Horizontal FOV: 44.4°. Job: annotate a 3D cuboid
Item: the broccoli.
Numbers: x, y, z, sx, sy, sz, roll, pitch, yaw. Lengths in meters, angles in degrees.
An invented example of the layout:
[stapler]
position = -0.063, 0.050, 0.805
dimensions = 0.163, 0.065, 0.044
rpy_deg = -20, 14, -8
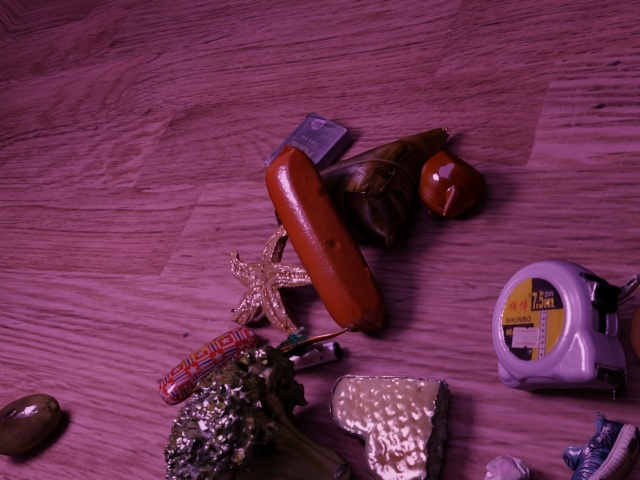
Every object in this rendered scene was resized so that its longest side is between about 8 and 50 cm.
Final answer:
[broccoli]
position = -0.107, 0.299, 1.135
dimensions = 0.235, 0.260, 0.288
rpy_deg = -9, 47, 48

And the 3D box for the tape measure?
[tape measure]
position = 0.323, 0.116, 1.052
dimensions = 0.196, 0.105, 0.178
rpy_deg = -10, 69, 60

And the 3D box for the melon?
[melon]
position = -0.574, 0.355, 1.523
dimensions = 0.162, 0.099, 0.099
rpy_deg = -32, 43, 11

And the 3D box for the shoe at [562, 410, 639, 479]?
[shoe]
position = 0.333, 0.276, 0.965
dimensions = 0.143, 0.064, 0.071
rpy_deg = -49, 44, -13

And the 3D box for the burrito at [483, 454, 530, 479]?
[burrito]
position = 0.206, 0.363, 0.985
dimensions = 0.064, 0.064, 0.203
rpy_deg = 13, 65, 42

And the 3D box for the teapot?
[teapot]
position = 0.214, -0.088, 1.336
dimensions = 0.116, 0.116, 0.173
rpy_deg = -31, 18, 11

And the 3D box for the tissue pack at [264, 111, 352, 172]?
[tissue pack]
position = -0.024, -0.181, 1.608
dimensions = 0.112, 0.051, 0.156
rpy_deg = 34, 78, 37

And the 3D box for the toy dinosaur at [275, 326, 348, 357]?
[toy dinosaur]
position = -0.045, 0.171, 1.251
dimensions = 0.106, 0.044, 0.187
rpy_deg = -16, 0, -33

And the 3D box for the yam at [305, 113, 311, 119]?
[yam]
position = -0.030, -0.231, 1.687
dimensions = 0.014, 0.014, 0.107
rpy_deg = -15, 50, 25

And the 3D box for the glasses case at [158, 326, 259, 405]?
[glasses case]
position = -0.199, 0.212, 1.369
dimensions = 0.194, 0.049, 0.073
rpy_deg = -35, 20, -22

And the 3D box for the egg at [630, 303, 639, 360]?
[egg]
position = 0.439, 0.120, 1.010
dimensions = 0.080, 0.080, 0.096
rpy_deg = 22, 80, 44

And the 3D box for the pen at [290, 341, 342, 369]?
[pen]
position = -0.086, 0.218, 1.337
dimensions = 0.269, 0.033, 0.033
rpy_deg = -18, 47, 22

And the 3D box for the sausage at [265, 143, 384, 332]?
[sausage]
position = 0.000, 0.000, 1.293
dimensions = 0.094, 0.348, 0.097
rpy_deg = -21, -13, -35

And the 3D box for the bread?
[bread]
position = 0.115, 0.257, 1.136
dimensions = 0.172, 0.064, 0.232
rpy_deg = -42, 44, -2

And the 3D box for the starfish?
[starfish]
position = -0.086, 0.072, 1.400
dimensions = 0.236, 0.062, 0.277
rpy_deg = -55, 46, 15

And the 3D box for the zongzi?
[zongzi]
position = 0.077, -0.115, 1.447
dimensions = 0.286, 0.134, 0.288
rpy_deg = 0, 41, 43
